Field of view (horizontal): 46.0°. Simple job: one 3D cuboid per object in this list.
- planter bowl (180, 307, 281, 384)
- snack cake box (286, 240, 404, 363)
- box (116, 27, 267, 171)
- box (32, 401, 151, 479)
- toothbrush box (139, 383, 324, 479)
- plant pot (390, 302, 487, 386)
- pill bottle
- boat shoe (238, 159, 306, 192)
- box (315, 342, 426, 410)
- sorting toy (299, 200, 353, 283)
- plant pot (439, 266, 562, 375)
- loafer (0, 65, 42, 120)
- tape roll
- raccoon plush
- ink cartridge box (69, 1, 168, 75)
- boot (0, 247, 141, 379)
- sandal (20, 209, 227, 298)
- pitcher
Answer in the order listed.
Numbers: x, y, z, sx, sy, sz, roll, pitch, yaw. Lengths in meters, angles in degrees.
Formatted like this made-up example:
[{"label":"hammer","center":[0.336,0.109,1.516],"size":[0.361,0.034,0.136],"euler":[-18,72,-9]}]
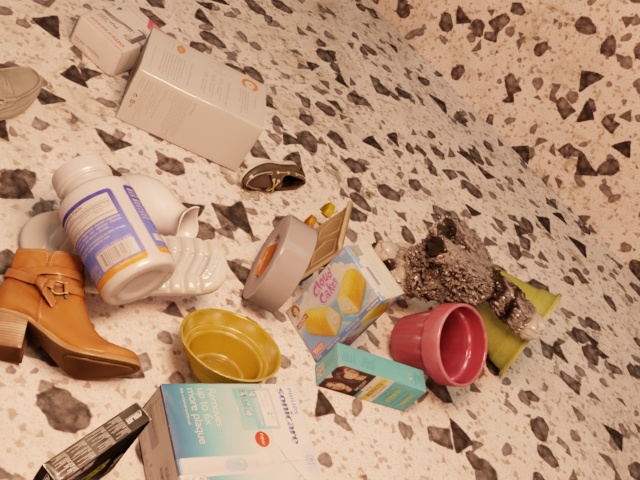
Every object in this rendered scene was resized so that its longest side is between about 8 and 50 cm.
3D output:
[{"label":"planter bowl","center":[-0.195,0.241,1.529],"size":[0.217,0.090,0.217],"euler":[22,25,-11]},{"label":"snack cake box","center":[0.050,0.142,1.719],"size":[0.089,0.264,0.152],"euler":[-13,61,-47]},{"label":"box","center":[-0.332,-0.370,1.996],"size":[0.345,0.168,0.215],"euler":[24,39,-20]},{"label":"box","center":[-0.376,0.356,1.185],"size":[0.045,0.184,0.190],"euler":[48,36,9]},{"label":"toothbrush box","center":[-0.166,0.387,1.391],"size":[0.295,0.126,0.216],"euler":[10,46,-37]},{"label":"plant pot","center":[0.280,0.251,1.849],"size":[0.201,0.180,0.202],"euler":[2,86,-42]},{"label":"pill bottle","center":[-0.404,-0.026,1.442],"size":[0.152,0.152,0.272],"euler":[-14,65,-48]},{"label":"boat shoe","center":[-0.124,-0.169,2.043],"size":[0.069,0.081,0.227],"euler":[49,34,19]},{"label":"box","center":[0.116,0.316,1.735],"size":[0.244,0.100,0.060],"euler":[21,41,-24]},{"label":"sorting toy","center":[0.000,0.000,1.852],"size":[0.041,0.229,0.307],"euler":[42,30,-17]},{"label":"plant pot","center":[0.480,0.188,2.091],"size":[0.254,0.276,0.276],"euler":[36,35,15]},{"label":"loafer","center":[-0.721,-0.322,1.646],"size":[0.112,0.111,0.319],"euler":[39,36,-3]},{"label":"tape roll","center":[-0.093,0.052,1.724],"size":[0.072,0.219,0.219],"euler":[30,37,-15]},{"label":"raccoon plush","center":[0.310,0.153,1.935],"size":[0.446,0.299,0.216],"euler":[53,33,9]},{"label":"ink cartridge box","center":[-0.548,-0.554,2.062],"size":[0.158,0.092,0.218],"euler":[41,38,2]},{"label":"boot","center":[-0.462,0.135,1.403],"size":[0.283,0.109,0.220],"euler":[12,51,-14]},{"label":"sandal","center":[-0.403,0.053,1.549],"size":[0.416,0.102,0.170],"euler":[13,61,-9]},{"label":"pitcher","center":[-0.363,-0.049,1.676],"size":[0.207,0.178,0.125],"euler":[27,54,19]}]
